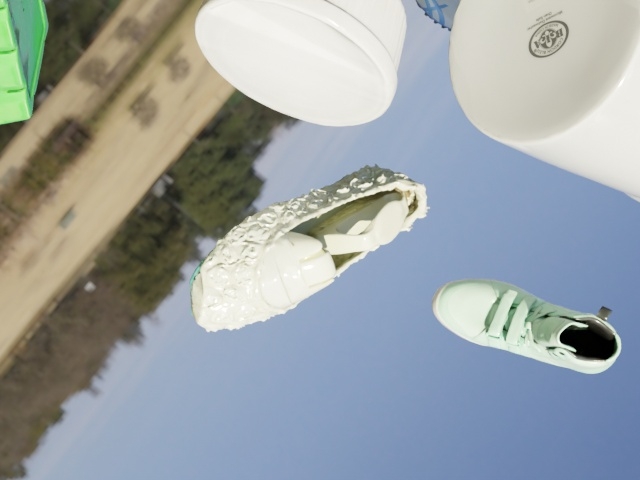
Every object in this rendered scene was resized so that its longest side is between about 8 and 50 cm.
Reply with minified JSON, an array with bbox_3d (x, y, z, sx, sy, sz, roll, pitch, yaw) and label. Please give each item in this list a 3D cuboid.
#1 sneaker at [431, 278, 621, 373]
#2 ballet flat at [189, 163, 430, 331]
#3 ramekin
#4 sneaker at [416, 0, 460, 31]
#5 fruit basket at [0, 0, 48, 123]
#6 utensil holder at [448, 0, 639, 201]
[{"bbox_3d":[0.275,0.103,1.545,0.151,0.256,0.094,73,35,-79],"label":"sneaker"},{"bbox_3d":[0.000,0.000,1.626,0.409,0.147,0.147,-34,178,-36],"label":"ballet flat"},{"bbox_3d":[-0.014,-0.272,1.490,0.273,0.273,0.127,-29,-145,64],"label":"ramekin"},{"bbox_3d":[0.188,-0.455,1.938,0.086,0.237,0.085,-14,-158,46],"label":"sneaker"},{"bbox_3d":[-0.545,-0.292,1.435,0.392,0.392,0.282,-39,-139,50],"label":"fruit basket"},{"bbox_3d":[0.407,-0.228,1.563,0.328,0.386,0.327,-13,-108,45],"label":"utensil holder"}]
